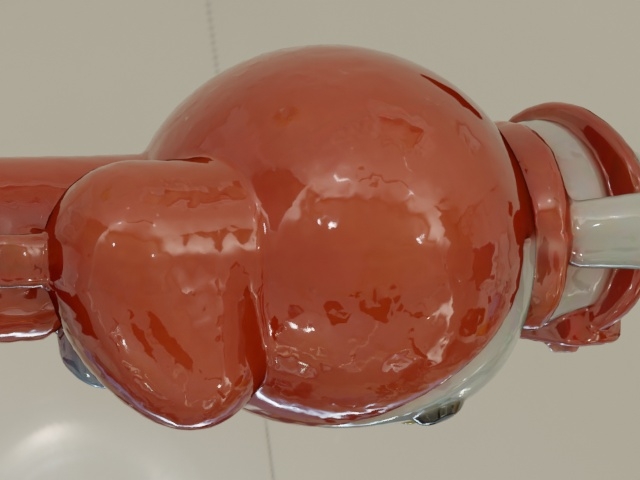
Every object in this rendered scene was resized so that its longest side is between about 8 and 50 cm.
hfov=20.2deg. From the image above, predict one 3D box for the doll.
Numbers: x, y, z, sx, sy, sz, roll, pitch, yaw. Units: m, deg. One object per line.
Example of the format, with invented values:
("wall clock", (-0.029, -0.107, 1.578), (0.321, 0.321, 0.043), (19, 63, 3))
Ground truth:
("doll", (0.000, 0.000, 0.595), (0.290, 0.161, 0.130), (-5, 98, -27))
